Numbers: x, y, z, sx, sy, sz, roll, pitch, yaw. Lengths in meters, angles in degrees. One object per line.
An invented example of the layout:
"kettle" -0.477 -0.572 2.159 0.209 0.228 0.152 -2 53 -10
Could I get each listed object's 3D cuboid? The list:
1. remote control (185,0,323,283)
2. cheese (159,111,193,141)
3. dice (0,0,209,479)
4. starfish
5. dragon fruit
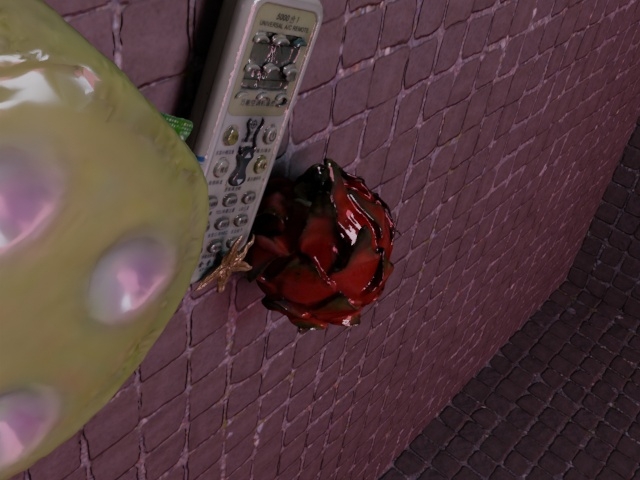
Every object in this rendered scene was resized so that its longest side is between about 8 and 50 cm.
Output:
"remote control" -0.098 -0.107 0.778 0.128 0.065 0.335 -11 128 -53
"cheese" -0.225 0.013 0.666 0.320 0.083 0.204 -51 164 13
"dice" -0.241 -0.023 0.412 0.250 0.254 0.252 -53 152 -10
"starfish" -0.105 0.028 0.828 0.086 0.016 0.092 -32 155 -41
"dragon fruit" 0.000 0.000 0.926 0.193 0.192 0.274 -38 145 -43
